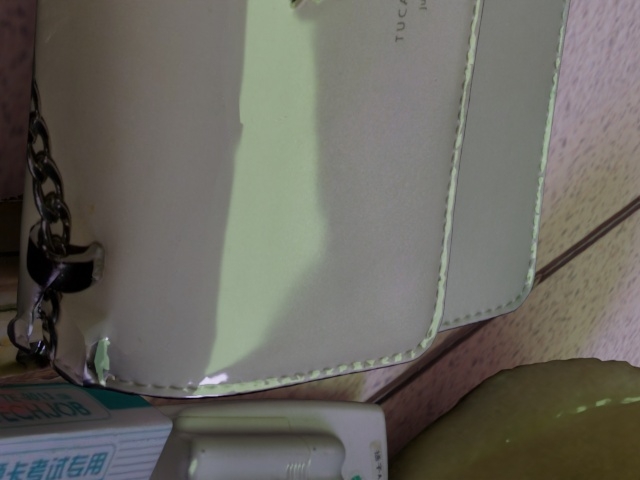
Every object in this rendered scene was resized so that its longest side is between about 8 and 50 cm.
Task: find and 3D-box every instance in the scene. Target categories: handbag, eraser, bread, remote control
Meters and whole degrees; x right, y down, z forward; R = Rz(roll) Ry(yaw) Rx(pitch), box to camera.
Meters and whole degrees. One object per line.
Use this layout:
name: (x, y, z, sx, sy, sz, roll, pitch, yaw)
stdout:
handbag: (-0.006, -0.132, 0.712, 0.236, 0.160, 0.359, -12, 116, -43)
eraser: (-0.172, 0.122, 0.848, 0.225, 0.052, 0.096, 3, 116, -55)
bread: (0.165, 0.243, 1.188, 0.320, 0.320, 0.237, -50, 142, -12)
remote control: (-0.026, 0.139, 1.044, 0.230, 0.049, 0.090, 8, 78, -56)

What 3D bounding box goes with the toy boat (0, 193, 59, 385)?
toy boat: (-0.138, 0.028, 0.799, 0.226, 0.068, 0.088, -9, 131, -53)
